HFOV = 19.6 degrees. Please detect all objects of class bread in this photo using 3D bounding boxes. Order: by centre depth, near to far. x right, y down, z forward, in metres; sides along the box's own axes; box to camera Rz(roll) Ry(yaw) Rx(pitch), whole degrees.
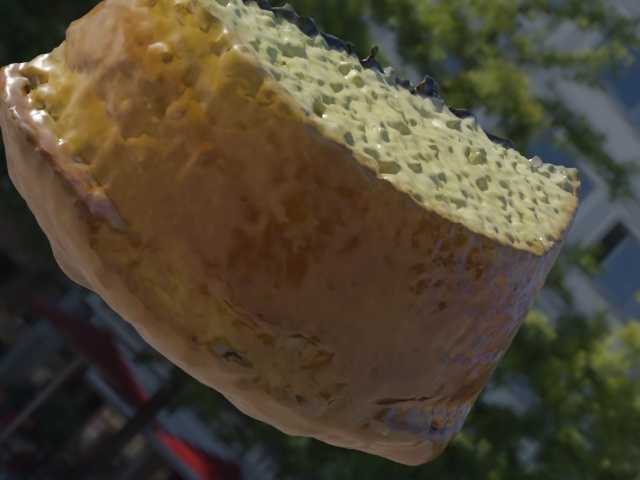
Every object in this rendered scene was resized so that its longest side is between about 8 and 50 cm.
[{"bbox_3d":[0.007,0.008,0.690,0.260,0.129,0.134,23,29,-39],"label":"bread"}]
